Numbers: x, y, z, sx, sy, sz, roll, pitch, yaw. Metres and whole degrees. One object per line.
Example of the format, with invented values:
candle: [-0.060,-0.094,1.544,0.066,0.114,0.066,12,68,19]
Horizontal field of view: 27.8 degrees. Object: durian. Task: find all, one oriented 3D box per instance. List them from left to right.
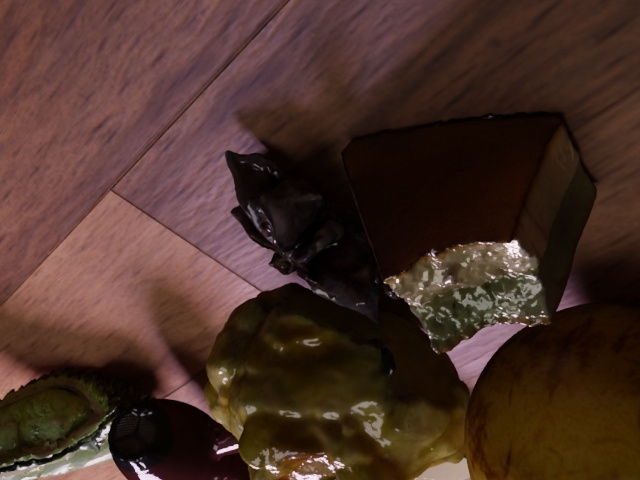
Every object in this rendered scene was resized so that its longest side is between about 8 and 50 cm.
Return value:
durian: [-0.363,0.279,1.775,0.352,0.169,0.158,-19,111,20]

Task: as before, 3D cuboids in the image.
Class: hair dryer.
hair dryer: [-0.066,0.250,1.635,0.341,0.123,0.312,-20,152,24]

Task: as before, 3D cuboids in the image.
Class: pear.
pear: [0.274,0.190,1.174,0.281,0.280,0.280,17,146,12]

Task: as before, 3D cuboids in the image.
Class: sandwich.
sandwich: [0.099,-0.005,1.094,0.220,0.186,0.108,-3,135,36]

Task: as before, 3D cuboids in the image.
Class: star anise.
star anise: [0.001,0.000,1.229,0.231,0.089,0.209,30,171,22]

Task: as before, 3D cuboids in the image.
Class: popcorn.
popcorn: [0.017,0.162,1.320,0.286,0.252,0.215,12,132,25]

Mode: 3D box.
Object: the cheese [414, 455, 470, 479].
cheese: [0.124,0.270,1.575,0.127,0.054,0.251,25,148,-1]
